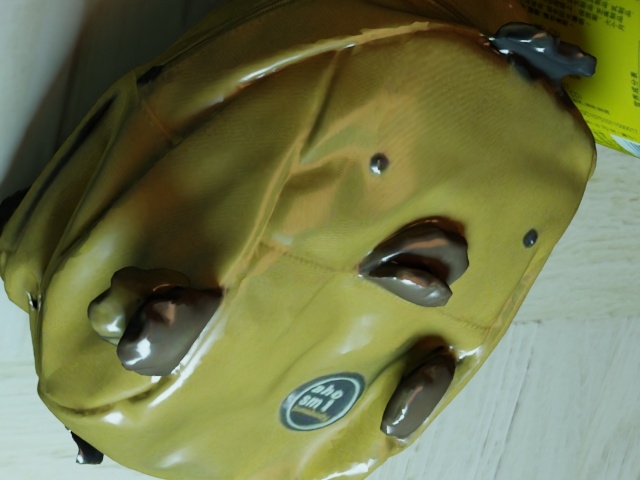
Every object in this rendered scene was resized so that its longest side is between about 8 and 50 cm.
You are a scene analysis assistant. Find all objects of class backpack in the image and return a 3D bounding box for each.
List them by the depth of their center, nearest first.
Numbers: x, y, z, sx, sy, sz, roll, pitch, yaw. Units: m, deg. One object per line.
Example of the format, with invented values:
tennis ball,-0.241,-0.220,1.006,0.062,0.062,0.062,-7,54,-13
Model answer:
backpack,-0.004,-0.004,1.094,0.353,0.201,0.378,19,114,-47

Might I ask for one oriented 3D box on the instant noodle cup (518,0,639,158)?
instant noodle cup,0.267,-0.180,1.202,0.326,0.254,0.325,-19,124,-30
